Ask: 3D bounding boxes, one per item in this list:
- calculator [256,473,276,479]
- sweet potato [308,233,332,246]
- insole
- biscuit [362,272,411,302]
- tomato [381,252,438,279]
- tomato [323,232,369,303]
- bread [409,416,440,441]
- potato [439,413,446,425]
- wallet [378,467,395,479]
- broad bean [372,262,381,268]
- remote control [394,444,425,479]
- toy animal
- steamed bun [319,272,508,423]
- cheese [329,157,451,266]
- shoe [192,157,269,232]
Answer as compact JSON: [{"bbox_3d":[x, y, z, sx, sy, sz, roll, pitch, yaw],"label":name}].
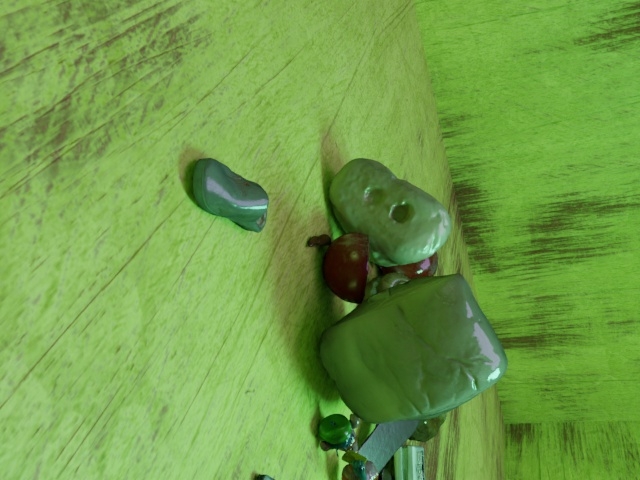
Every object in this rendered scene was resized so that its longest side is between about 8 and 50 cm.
[{"bbox_3d":[-0.049,0.467,0.995,0.262,0.021,0.161,56,33,-51],"label":"calculator"},{"bbox_3d":[0.000,0.000,1.289,0.115,0.026,0.026,-1,83,-67],"label":"sweet potato"},{"bbox_3d":[0.163,0.409,1.426,0.328,0.007,0.111,-42,109,-40],"label":"insole"},{"bbox_3d":[0.209,0.186,1.563,0.259,0.079,0.259,36,31,-25],"label":"biscuit"},{"bbox_3d":[0.234,0.059,1.715,0.167,0.167,0.167,-8,90,-70],"label":"tomato"},{"bbox_3d":[0.050,0.052,1.307,0.159,0.091,0.139,-74,171,-70],"label":"tomato"},{"bbox_3d":[0.228,0.389,1.620,0.230,0.123,0.230,-5,90,-68],"label":"bread"},{"bbox_3d":[0.343,0.496,1.957,0.091,0.070,0.138,-8,90,-71],"label":"potato"},{"bbox_3d":[0.136,0.612,1.422,0.110,0.031,0.198,58,32,-47],"label":"wallet"},{"bbox_3d":[0.121,-0.043,1.594,0.065,0.046,0.255,-60,140,-69],"label":"broad bean"},{"bbox_3d":[0.224,0.559,1.593,0.277,0.055,0.103,52,36,-67],"label":"remote control"},{"bbox_3d":[0.059,0.422,1.195,0.103,0.100,0.208,-138,-144,-68],"label":"toy animal"},{"bbox_3d":[0.137,0.215,1.186,0.247,0.236,0.383,67,-24,5],"label":"steamed bun"},{"bbox_3d":[0.149,-0.053,1.401,0.174,0.247,0.251,-50,132,-17],"label":"cheese"},{"bbox_3d":[-0.111,-0.065,0.941,0.195,0.078,0.079,43,44,-65],"label":"shoe"}]
